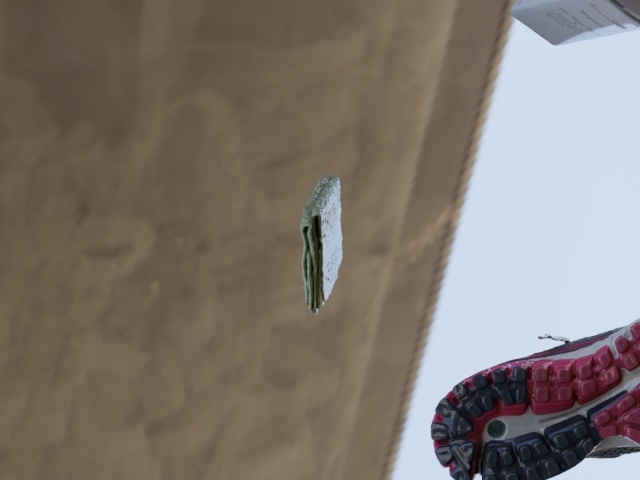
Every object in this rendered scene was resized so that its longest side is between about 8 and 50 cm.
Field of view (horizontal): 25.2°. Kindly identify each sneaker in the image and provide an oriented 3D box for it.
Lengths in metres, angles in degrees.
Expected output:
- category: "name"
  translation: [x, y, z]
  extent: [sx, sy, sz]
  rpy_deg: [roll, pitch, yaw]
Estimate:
- category: "sneaker"
  translation: [0.233, 0.112, 1.120]
  extent: [0.112, 0.299, 0.121]
  rpy_deg: [-15, -85, -82]

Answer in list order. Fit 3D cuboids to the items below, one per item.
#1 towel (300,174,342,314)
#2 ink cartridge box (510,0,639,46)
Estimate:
- category: "towel"
  translation: [0.000, 0.000, 1.455]
  extent: [0.148, 0.027, 0.110]
  rpy_deg: [-66, -23, -67]
- category: "ink cartridge box"
  translation: [0.277, -0.286, 1.067]
  extent: [0.060, 0.239, 0.275]
  rpy_deg: [30, -101, -23]
